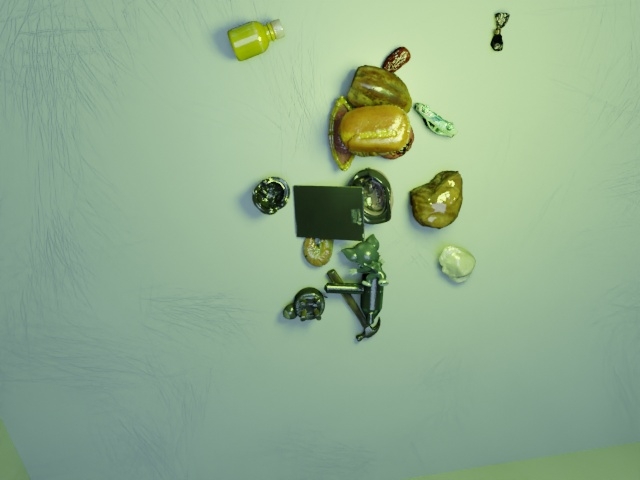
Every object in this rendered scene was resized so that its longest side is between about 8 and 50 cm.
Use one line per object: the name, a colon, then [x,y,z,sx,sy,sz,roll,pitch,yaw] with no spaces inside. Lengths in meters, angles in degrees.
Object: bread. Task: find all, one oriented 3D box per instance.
bread: [0.218,-0.438,1.623,0.288,0.156,0.204,1,103,15]

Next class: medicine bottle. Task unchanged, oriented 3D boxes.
medicine bottle: [-0.253,-0.814,1.608,0.213,0.122,0.121,-20,109,2]

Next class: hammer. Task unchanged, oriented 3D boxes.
hammer: [0.161,0.330,2.075,0.168,0.044,0.439,-31,109,7]

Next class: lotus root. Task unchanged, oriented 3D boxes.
lotus root: [0.255,-0.623,1.693,0.291,0.193,0.193,17,107,-18]

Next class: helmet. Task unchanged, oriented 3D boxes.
helmet: [0.245,-0.216,1.840,0.198,0.154,0.253,-8,124,36]
helmet: [-0.230,-0.205,1.830,0.177,0.107,0.153,-42,105,-10]

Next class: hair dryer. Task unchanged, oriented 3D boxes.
hair dryer: [0.162,0.286,1.991,0.303,0.116,0.244,4,94,-8]

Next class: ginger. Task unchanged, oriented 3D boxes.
ginger: [0.551,-0.172,1.851,0.270,0.200,0.223,-28,107,5]

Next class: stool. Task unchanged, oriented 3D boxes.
stool: [-0.070,0.342,2.011,0.228,0.139,0.153,-45,105,7]

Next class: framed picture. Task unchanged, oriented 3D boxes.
framed picture: [0.037,-0.126,1.849,0.339,0.014,0.255,4,109,21]

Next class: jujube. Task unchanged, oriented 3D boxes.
jujube: [0.319,-0.760,1.702,0.129,0.077,0.077,-39,108,20]

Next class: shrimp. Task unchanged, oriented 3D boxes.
shrimp: [0.000,0.000,1.943,0.146,0.061,0.267,16,109,0]

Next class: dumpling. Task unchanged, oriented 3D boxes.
dumpling: [0.682,0.116,2.001,0.250,0.132,0.162,33,95,-30]

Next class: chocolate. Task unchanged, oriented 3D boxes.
chocolate: [0.751,-0.879,1.696,0.070,0.072,0.147,10,102,-5]

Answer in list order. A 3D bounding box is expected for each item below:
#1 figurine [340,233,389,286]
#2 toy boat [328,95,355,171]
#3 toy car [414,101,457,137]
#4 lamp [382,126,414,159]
figurine: [0.221,0.113,1.908,0.193,0.265,0.140,-22,129,1]
toy boat: [0.103,-0.469,1.770,0.141,0.099,0.317,-3,106,0]
toy car: [0.504,-0.530,1.784,0.224,0.090,0.076,30,110,-13]
lamp: [0.322,-0.447,1.771,0.182,0.140,0.182,-21,142,-18]
